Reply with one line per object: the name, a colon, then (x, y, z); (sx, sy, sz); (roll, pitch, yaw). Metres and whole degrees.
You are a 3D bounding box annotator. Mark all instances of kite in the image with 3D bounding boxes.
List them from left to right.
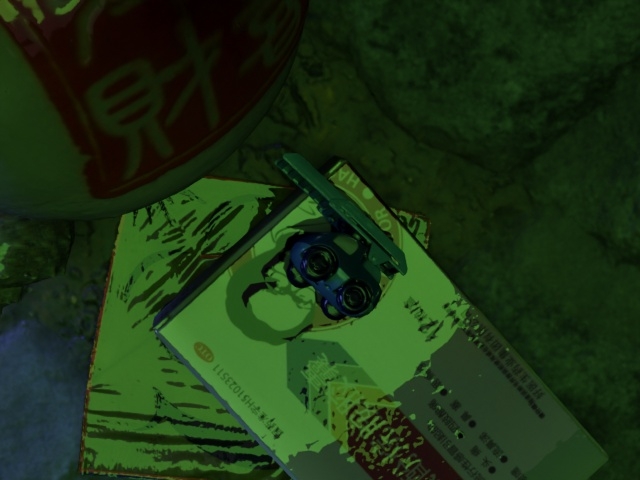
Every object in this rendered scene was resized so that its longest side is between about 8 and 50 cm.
kite: (-0.071, 0.071, 1.118); (0.377, 0.013, 0.327); (-32, 101, 0)

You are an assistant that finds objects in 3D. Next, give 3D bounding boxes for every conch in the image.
conch: (-0.274, -0.036, 1.025); (0.155, 0.130, 0.207); (2, 84, -19)

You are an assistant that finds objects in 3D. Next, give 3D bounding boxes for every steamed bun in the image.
steamed bun: (-0.152, -0.191, 0.885); (0.374, 0.241, 0.374); (-16, 112, -47)

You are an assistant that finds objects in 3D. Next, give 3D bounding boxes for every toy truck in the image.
toy truck: (0.000, 0.000, 1.021); (0.136, 0.063, 0.074); (43, 72, -9)

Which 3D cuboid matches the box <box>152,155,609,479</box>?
box: (0.053, 0.127, 1.104); (0.214, 0.069, 0.353); (-42, 99, 1)
